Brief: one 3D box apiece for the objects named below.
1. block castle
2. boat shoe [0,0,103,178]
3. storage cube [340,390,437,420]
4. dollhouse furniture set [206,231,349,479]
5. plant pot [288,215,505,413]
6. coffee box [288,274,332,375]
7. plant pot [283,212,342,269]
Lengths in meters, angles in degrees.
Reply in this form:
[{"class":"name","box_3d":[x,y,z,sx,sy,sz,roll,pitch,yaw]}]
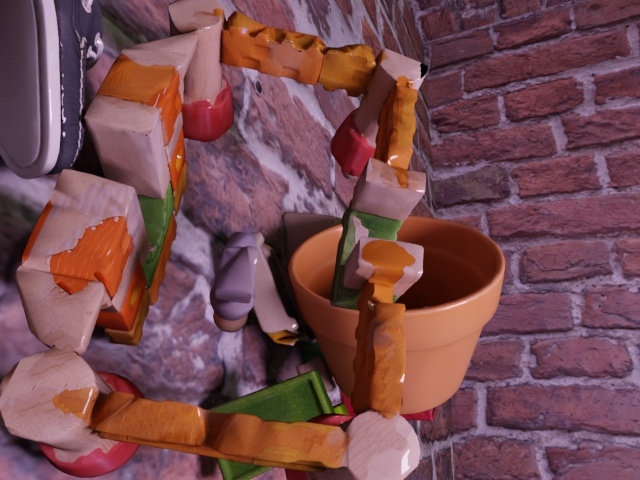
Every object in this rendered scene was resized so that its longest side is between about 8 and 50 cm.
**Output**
[{"class":"block castle","box_3d":[-0.066,0.003,0.474,0.212,0.304,0.452,114,-14,-60]},{"class":"boat shoe","box_3d":[-0.234,-0.200,0.411,0.091,0.115,0.302,-5,89,-61]},{"class":"storage cube","box_3d":[0.154,0.268,1.057,0.215,0.193,0.183,-27,108,-64]},{"class":"dollhouse furniture set","box_3d":[-0.087,0.160,0.699,0.197,0.152,0.301,61,6,-73]},{"class":"plant pot","box_3d":[0.111,0.109,0.701,0.291,0.291,0.203,-54,141,-58]},{"class":"coffee box","box_3d":[0.002,0.146,0.845,0.041,0.113,0.183,-15,97,-38]},{"class":"plant pot","box_3d":[0.000,0.000,0.905,0.109,0.097,0.108,11,73,-65]}]
